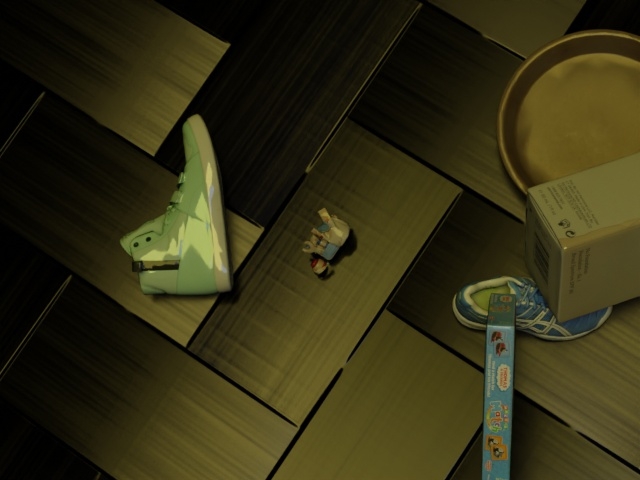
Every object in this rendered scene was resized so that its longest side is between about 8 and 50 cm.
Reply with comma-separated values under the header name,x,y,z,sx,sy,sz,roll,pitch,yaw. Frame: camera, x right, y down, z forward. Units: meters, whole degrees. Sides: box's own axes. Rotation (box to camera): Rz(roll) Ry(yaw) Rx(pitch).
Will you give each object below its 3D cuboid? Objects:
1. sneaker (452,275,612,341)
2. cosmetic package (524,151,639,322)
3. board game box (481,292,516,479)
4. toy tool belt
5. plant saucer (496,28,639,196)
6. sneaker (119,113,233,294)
name,x,y,z,sx,sy,sz,roll,pitch,yaw
sneaker,0.278,0.088,1.887,0.211,0.081,0.080,-2,75,7
cosmetic package,0.420,-0.026,1.810,0.309,0.160,0.113,-18,51,-7
board game box,0.223,0.187,1.792,0.039,0.160,0.211,1,102,8
toy tool belt,0.000,0.000,1.964,0.051,0.052,0.083,33,102,-10
plant saucer,0.379,-0.152,1.950,0.278,0.041,0.278,-2,76,7
sneaker,-0.209,-0.048,1.983,0.151,0.094,0.256,-7,78,1
